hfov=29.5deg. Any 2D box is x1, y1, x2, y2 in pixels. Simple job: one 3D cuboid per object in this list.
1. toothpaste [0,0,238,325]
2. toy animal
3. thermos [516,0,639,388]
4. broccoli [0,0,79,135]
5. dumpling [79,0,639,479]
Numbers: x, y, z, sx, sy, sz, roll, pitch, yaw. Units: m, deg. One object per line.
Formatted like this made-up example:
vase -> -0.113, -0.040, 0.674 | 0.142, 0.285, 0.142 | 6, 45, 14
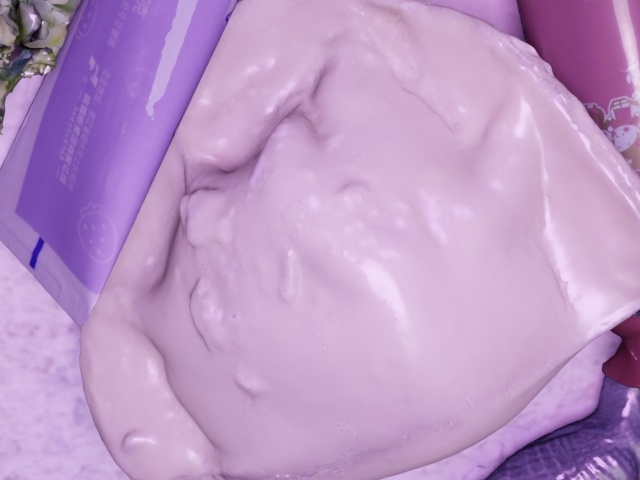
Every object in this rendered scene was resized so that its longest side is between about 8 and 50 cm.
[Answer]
toothpaste -> -0.106, -0.131, 0.730 | 0.080, 0.125, 0.371 | 3, 122, -56
toy animal -> 0.185, 0.214, 0.941 | 0.367, 0.081, 0.206 | -40, 92, 10
thermos -> 0.225, -0.043, 0.802 | 0.136, 0.109, 0.330 | -19, 114, -2
broccoli -> -0.218, -0.142, 0.682 | 0.156, 0.195, 0.195 | -13, 123, -41
dumpling -> 0.000, 0.000, 0.783 | 0.395, 0.233, 0.316 | -29, 85, 21
